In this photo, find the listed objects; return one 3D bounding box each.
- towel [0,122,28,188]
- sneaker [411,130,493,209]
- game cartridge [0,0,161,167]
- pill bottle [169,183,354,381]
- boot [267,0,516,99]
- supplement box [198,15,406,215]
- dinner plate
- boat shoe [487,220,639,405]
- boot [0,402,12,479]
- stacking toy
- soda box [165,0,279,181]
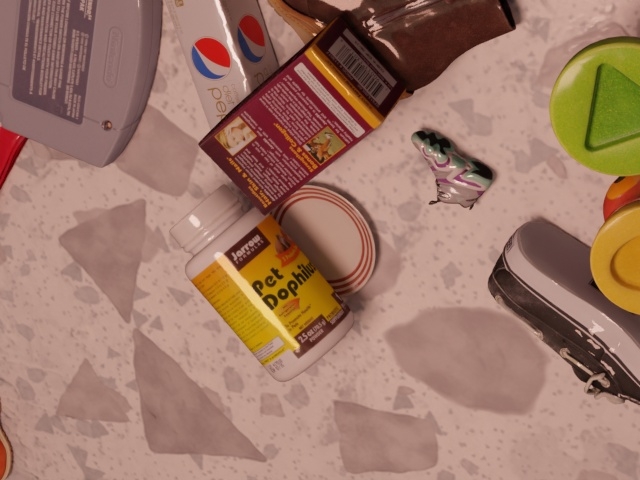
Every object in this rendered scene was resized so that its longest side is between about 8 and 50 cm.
[{"bbox_3d":[-0.497,-0.148,1.934,0.275,0.031,0.199,39,125,5],"label":"towel"},{"bbox_3d":[0.127,-0.067,1.644,0.098,0.038,0.069,36,125,7],"label":"sneaker"},{"bbox_3d":[-0.277,-0.236,1.758,0.196,0.060,0.294,25,123,19],"label":"game cartridge"},{"bbox_3d":[-0.069,0.045,1.736,0.215,0.117,0.117,49,126,-3],"label":"pill bottle"},{"bbox_3d":[0.057,-0.269,1.567,0.207,0.090,0.248,-29,98,23],"label":"boot"},{"bbox_3d":[-0.020,-0.124,1.571,0.104,0.081,0.188,47,128,-9],"label":"supplement box"},{"bbox_3d":[0.000,0.000,1.759,0.141,0.017,0.141,11,119,21],"label":"dinner plate"},{"bbox_3d":[0.302,0.112,1.603,0.306,0.113,0.105,36,132,10],"label":"boat shoe"},{"bbox_3d":[-0.468,0.274,2.107,0.059,0.084,0.157,4,118,24],"label":"boot"},{"bbox_3d":[0.369,-0.104,1.444,0.309,0.130,0.279,-21,112,23],"label":"stacking toy"},{"bbox_3d":[-0.090,-0.178,1.677,0.069,0.074,0.216,-8,111,31],"label":"soda box"}]
